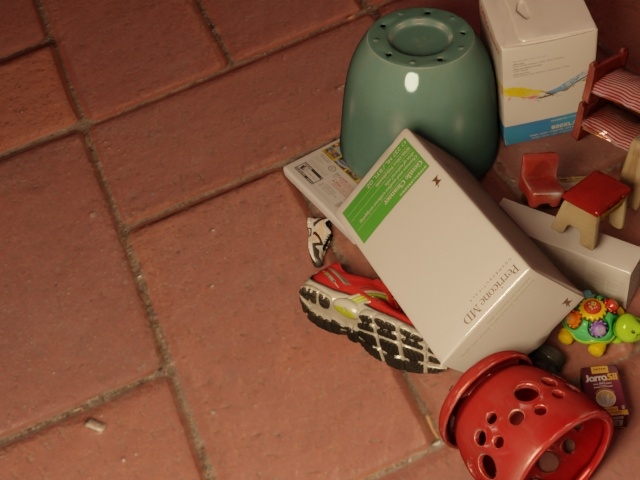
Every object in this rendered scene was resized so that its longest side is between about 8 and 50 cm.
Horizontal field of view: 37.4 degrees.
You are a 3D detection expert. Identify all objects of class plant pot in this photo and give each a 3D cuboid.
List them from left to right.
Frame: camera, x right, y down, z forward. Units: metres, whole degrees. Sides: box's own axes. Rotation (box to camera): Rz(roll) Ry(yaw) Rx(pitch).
[{"bbox_3d":[0.176,-0.263,1.667,0.293,0.235,0.293,-2,46,2],"label":"plant pot"},{"bbox_3d":[0.271,0.254,1.285,0.191,0.191,0.174,-33,49,-14],"label":"plant pot"}]

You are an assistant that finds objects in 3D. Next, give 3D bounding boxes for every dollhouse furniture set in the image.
[{"bbox_3d":[0.466,-0.162,1.530,0.201,0.152,0.374,33,45,31],"label":"dollhouse furniture set"}]

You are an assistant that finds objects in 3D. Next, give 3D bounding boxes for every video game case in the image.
[{"bbox_3d":[0.079,-0.109,1.709,0.206,0.026,0.227,-29,50,-20],"label":"video game case"}]

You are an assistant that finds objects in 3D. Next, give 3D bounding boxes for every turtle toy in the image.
[{"bbox_3d":[0.426,0.122,1.434,0.130,0.066,0.095,22,59,27],"label":"turtle toy"}]

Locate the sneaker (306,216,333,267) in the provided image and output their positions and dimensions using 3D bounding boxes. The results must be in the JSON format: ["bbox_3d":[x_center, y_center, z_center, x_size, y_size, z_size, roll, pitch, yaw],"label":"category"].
[{"bbox_3d":[0.000,0.000,1.644,0.043,0.040,0.109,-7,51,5],"label":"sneaker"}]

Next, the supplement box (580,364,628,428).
[{"bbox_3d":[0.410,0.227,1.368,0.055,0.043,0.083,-8,50,8],"label":"supplement box"}]

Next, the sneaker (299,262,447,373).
[{"bbox_3d":[0.098,0.109,1.499,0.279,0.107,0.118,28,53,27],"label":"sneaker"}]

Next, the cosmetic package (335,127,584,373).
[{"bbox_3d":[0.200,0.019,1.447,0.197,0.155,0.365,-51,43,16],"label":"cosmetic package"}]

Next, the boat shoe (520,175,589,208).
[{"bbox_3d":[0.408,-0.086,1.621,0.135,0.050,0.045,0,48,-1],"label":"boat shoe"}]

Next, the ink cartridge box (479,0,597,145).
[{"bbox_3d":[0.386,-0.324,1.693,0.168,0.233,0.171,-12,51,3],"label":"ink cartridge box"}]

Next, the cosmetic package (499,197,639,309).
[{"bbox_3d":[0.387,0.019,1.507,0.239,0.099,0.060,23,58,27],"label":"cosmetic package"}]

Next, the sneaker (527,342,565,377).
[{"bbox_3d":[0.298,0.185,1.422,0.170,0.051,0.089,26,58,26],"label":"sneaker"}]
